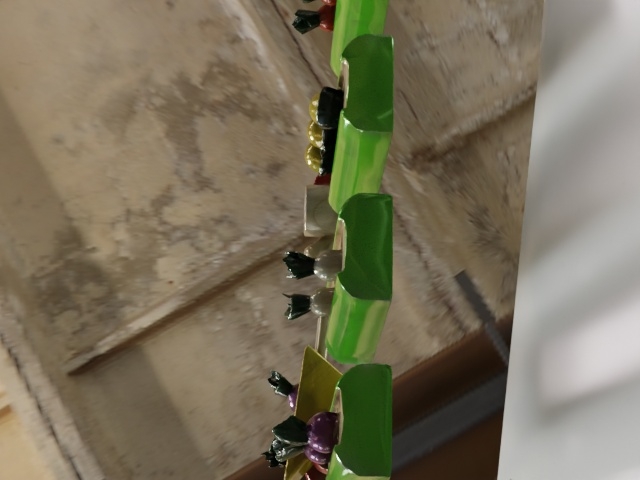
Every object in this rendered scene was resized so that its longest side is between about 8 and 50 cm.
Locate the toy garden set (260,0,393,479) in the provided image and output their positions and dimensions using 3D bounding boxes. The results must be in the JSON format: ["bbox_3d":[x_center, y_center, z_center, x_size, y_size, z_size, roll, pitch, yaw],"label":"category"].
[{"bbox_3d":[0.000,0.000,0.679,0.049,0.204,0.244,2,-108,-2],"label":"toy garden set"}]

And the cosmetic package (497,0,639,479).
[{"bbox_3d":[0.190,0.064,0.614,0.197,0.155,0.366,-2,-78,-25],"label":"cosmetic package"}]
